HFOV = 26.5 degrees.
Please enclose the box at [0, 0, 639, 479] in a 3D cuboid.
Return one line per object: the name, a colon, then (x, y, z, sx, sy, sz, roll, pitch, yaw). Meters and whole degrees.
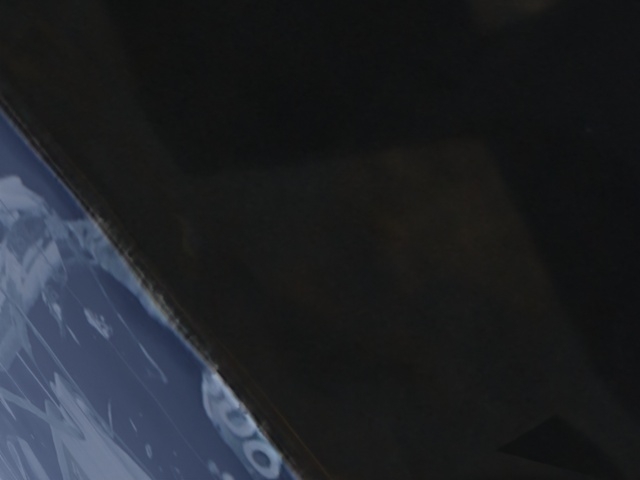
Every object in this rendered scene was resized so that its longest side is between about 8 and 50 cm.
box: (0.000, 0.000, 0.582, 0.297, 0.471, 0.480, -35, -104, -24)
